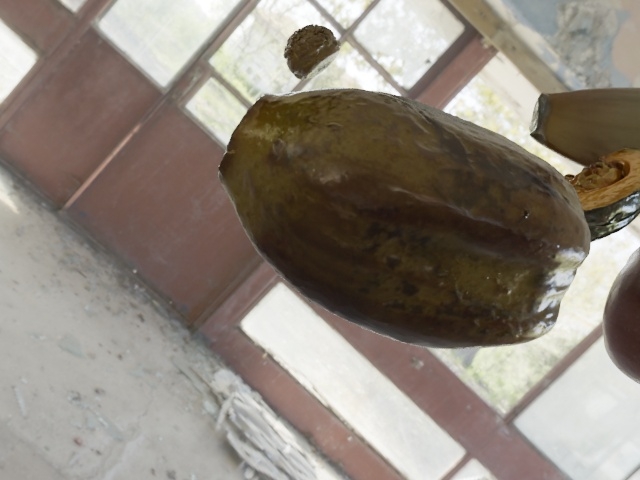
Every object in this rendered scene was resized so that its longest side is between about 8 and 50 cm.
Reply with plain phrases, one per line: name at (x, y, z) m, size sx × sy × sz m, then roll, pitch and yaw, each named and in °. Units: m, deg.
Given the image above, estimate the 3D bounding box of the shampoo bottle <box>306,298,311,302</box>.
shampoo bottle at (0.000, 0.000, 0.836) m, size 0.041 × 0.191 × 0.069 m, roll 11°, pitch 46°, yaw 5°

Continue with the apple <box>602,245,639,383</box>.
apple at (0.643, 0.142, 1.109) m, size 0.235 × 0.306 × 0.305 m, roll 21°, pitch -8°, yaw 36°

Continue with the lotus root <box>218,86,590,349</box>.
lotus root at (0.060, -0.025, 0.512) m, size 0.290 × 0.193 × 0.193 m, roll 18°, pitch 13°, yaw -12°

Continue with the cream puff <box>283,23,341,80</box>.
cream puff at (-0.027, -0.482, 1.586) m, size 0.115 × 0.150 × 0.165 m, roll 54°, pitch -20°, yaw -1°

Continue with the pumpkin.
pumpkin at (0.333, -0.026, 0.868) m, size 0.163 × 0.278 × 0.111 m, roll -59°, pitch 130°, yaw -62°

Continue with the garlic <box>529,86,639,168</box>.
garlic at (0.481, -0.166, 0.985) m, size 0.318 × 0.143 × 0.112 m, roll 3°, pitch 4°, yaw -5°
